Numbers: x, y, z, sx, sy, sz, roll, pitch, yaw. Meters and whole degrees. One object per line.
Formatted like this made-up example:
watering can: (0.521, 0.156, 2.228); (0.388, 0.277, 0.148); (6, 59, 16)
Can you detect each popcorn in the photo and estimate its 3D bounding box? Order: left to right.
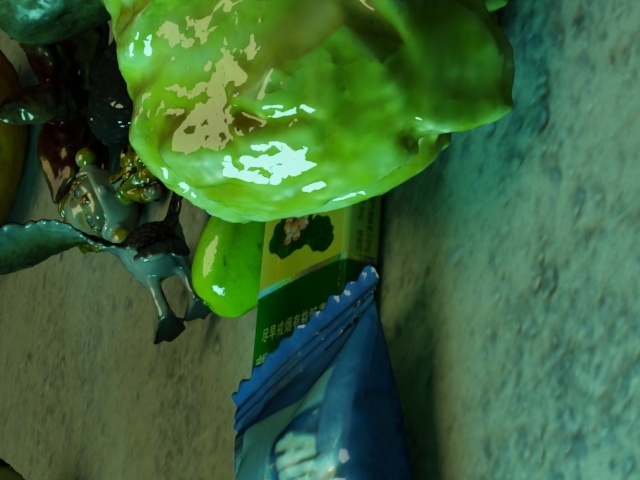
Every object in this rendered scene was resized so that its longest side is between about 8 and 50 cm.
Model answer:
popcorn: (-0.017, -0.150, 1.154); (0.225, 0.276, 0.276); (-22, 58, 52)

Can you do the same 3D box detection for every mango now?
mango: (-0.059, 0.005, 1.384); (0.056, 0.073, 0.108); (8, 70, 36)

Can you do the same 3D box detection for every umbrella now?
umbrella: (-0.122, -0.204, 1.595); (0.090, 0.094, 0.326); (-38, -11, -47)

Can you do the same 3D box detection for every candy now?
candy: (0.004, 0.198, 1.144); (0.187, 0.077, 0.331); (-41, 50, 41)

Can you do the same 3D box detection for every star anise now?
star anise: (-0.241, -0.125, 1.756); (0.196, 0.111, 0.212); (-58, -20, -51)

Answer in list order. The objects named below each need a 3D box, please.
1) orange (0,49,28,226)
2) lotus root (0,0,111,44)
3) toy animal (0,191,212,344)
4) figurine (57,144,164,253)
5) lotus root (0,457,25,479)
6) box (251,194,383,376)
orange: (-0.450, -0.110, 2.049); (0.284, 0.226, 0.284); (-21, 65, 57)
lotus root: (-0.195, -0.286, 1.647); (0.275, 0.152, 0.160); (-43, 21, 4)
toy animal: (-0.152, 0.015, 1.510); (0.160, 0.272, 0.197); (54, 165, 38)
figurine: (-0.185, -0.048, 1.666); (0.101, 0.068, 0.143); (40, 115, 34)
lotus root: (-0.347, 0.340, 1.623); (0.310, 0.183, 0.183); (-58, 24, -11)
box: (0.000, 0.000, 1.306); (0.132, 0.034, 0.235); (-28, 53, 57)
